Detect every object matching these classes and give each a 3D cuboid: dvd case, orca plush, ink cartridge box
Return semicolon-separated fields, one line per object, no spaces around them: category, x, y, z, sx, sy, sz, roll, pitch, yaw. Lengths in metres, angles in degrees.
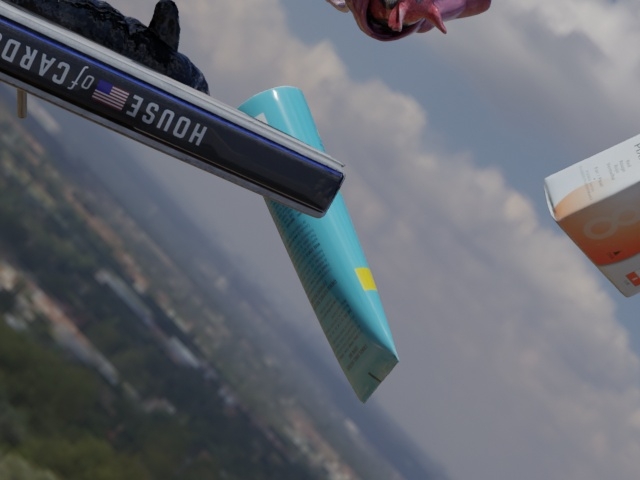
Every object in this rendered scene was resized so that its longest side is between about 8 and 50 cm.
dvd case;-0.124;-0.082;0.751;0.238;0.030;0.179;24;4;-27
orca plush;-0.193;-0.212;1.746;0.287;0.102;0.151;39;6;-29
ink cartridge box;0.269;-0.033;1.264;0.145;0.179;0.045;40;33;-51

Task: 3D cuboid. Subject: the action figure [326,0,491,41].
action figure;0.048;-0.306;1.827;0.248;0.275;0.370;35;28;-29

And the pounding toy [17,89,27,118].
pounding toy;-0.300;-0.226;1.888;0.130;0.100;0.141;62;-19;10

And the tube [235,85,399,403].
tube;0.000;0.000;1.148;0.080;0.052;0.207;113;-42;-65
